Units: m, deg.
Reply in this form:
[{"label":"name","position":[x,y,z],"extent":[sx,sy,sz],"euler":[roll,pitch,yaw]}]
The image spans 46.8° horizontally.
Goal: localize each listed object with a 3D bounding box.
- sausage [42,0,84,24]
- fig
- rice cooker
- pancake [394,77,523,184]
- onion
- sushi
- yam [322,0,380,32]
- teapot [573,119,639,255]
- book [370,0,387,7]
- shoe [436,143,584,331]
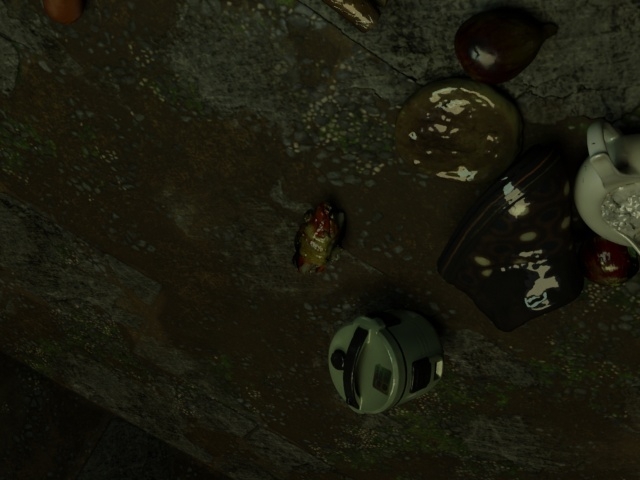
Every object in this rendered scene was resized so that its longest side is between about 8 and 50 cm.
[{"label":"sausage","position":[-0.462,-0.473,1.323],"extent":[0.076,0.076,0.198],"euler":[25,142,0]},{"label":"fig","position":[0.283,-0.302,1.118],"extent":[0.154,0.103,0.109],"euler":[-24,112,2]},{"label":"rice cooker","position":[0.146,0.269,1.672],"extent":[0.226,0.244,0.226],"euler":[7,99,47]},{"label":"pancake","position":[0.242,-0.179,1.303],"extent":[0.241,0.050,0.242],"euler":[15,143,11]},{"label":"onion","position":[0.522,0.029,1.345],"extent":[0.118,0.119,0.117],"euler":[-7,146,33]},{"label":"sushi","position":[0.003,-0.001,1.592],"extent":[0.097,0.103,0.226],"euler":[44,148,20]},{"label":"yam","position":[-0.010,-0.407,1.137],"extent":[0.241,0.057,0.056],"euler":[36,139,-15]},{"label":"teapot","position":[0.508,-0.081,1.198],"extent":[0.299,0.166,0.208],"euler":[37,150,-28]},{"label":"book","position":[0.000,-0.457,1.139],"extent":[0.230,0.026,0.161],"euler":[16,141,11]},{"label":"shoe","position":[0.368,0.017,1.318],"extent":[0.237,0.171,0.384],"euler":[42,147,14]}]
